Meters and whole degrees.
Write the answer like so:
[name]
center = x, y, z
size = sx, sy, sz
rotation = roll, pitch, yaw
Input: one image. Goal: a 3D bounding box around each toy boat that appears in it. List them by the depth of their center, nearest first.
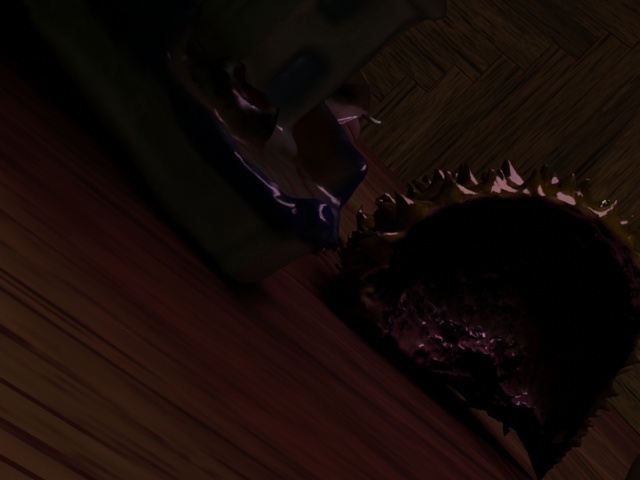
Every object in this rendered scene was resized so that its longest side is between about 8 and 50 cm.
[toy boat]
center = -0.033, -0.085, 0.569
size = 0.114, 0.115, 0.262
rotation = 42, 6, -38

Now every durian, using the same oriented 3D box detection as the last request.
[durian]
center = 0.075, 0.005, 0.711
size = 0.186, 0.119, 0.108
rotation = 40, 11, -39

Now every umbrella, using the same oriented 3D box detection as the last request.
[umbrella]
center = -0.001, -0.003, 0.772
size = 0.122, 0.013, 0.022
rotation = 29, 38, -77

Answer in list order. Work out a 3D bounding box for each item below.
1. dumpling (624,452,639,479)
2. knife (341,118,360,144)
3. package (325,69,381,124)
[dumpling]
center = 0.168, 0.131, 0.553
size = 0.229, 0.124, 0.151
rotation = 56, 29, -74
[knife]
center = -0.006, -0.144, 1.309
size = 0.081, 0.043, 0.336
rotation = 40, -9, 11
[package]
center = -0.075, -0.169, 1.128
size = 0.204, 0.062, 0.251
rotation = 37, 7, 27
